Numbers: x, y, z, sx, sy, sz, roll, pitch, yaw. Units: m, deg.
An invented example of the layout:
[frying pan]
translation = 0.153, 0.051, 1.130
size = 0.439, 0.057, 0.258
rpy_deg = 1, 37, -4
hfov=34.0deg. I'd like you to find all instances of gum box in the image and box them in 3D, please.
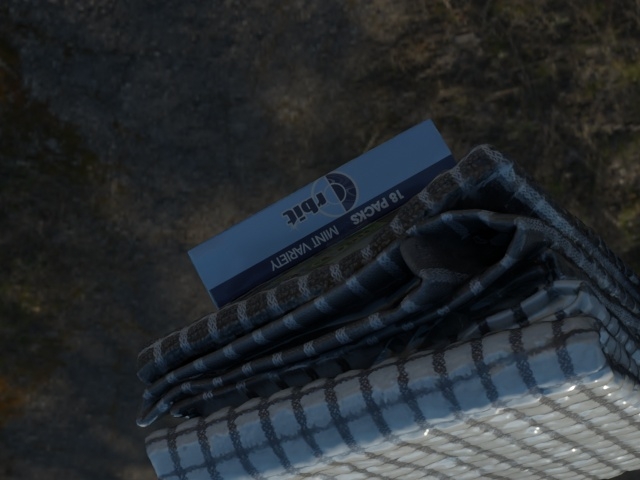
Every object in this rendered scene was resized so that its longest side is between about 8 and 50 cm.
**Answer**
[gum box]
translation = 0.000, 0.000, 0.662
size = 0.157, 0.041, 0.184
rpy_deg = -29, 173, -6

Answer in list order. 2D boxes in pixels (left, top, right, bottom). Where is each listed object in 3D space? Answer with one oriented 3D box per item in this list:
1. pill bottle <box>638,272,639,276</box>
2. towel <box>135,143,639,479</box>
[pill bottle]
translation = 0.309, 0.045, 0.752
size = 0.246, 0.130, 0.130
rpy_deg = -40, 136, 11
[towel]
translation = 0.064, 0.076, 0.576
size = 0.235, 0.121, 0.284
rpy_deg = -23, 152, 23
